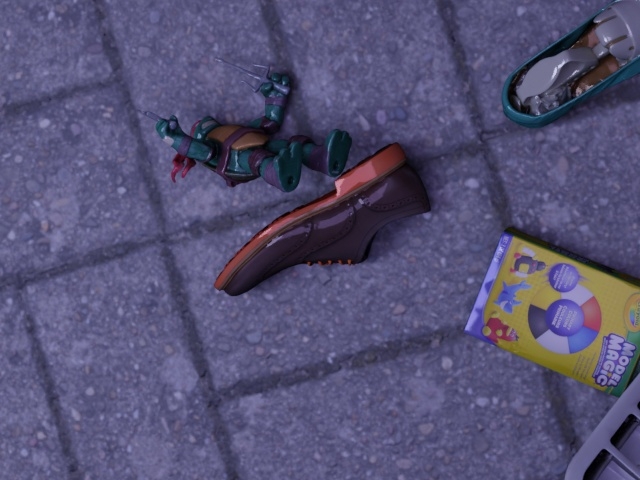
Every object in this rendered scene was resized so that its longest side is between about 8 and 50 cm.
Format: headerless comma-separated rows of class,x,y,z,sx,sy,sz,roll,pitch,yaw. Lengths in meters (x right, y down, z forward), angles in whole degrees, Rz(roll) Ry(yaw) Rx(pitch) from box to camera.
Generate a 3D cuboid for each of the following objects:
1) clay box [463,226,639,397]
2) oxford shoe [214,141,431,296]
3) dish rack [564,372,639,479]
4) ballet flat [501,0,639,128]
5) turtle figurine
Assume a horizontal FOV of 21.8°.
clay box,0.286,0.085,1.856,0.222,0.053,0.127,22,101,11
oxford shoe,0.000,0.000,1.898,0.271,0.097,0.098,-33,93,15
dish rack,0.440,0.287,1.767,0.333,0.072,0.285,39,60,10
ballet flat,0.297,-0.201,1.789,0.247,0.087,0.083,-36,79,22
turtle figurine,-0.088,-0.120,1.892,0.234,0.175,0.118,22,138,38
